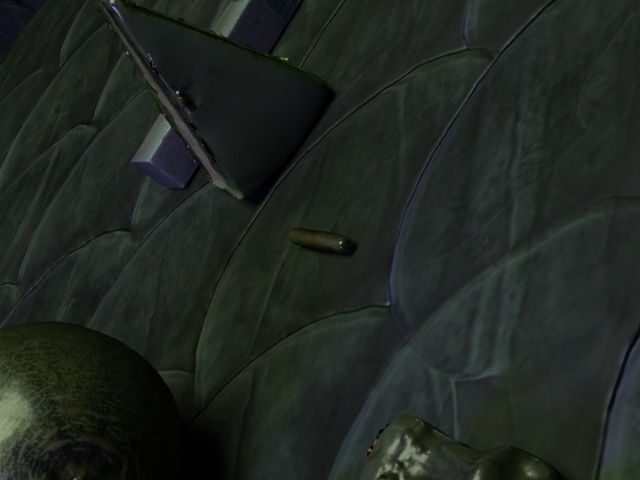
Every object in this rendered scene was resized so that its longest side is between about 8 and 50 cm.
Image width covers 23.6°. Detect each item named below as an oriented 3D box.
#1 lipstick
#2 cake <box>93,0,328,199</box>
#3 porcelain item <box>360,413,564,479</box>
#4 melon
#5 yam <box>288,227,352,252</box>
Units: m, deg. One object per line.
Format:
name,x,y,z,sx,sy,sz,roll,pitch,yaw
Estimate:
lipstick,-0.131,-0.216,1.990,0.068,0.066,0.317,4,61,59
cake,-0.125,-0.217,1.759,0.172,0.284,0.158,-39,24,-10
porcelain item,0.118,0.181,1.080,0.215,0.069,0.081,3,55,55
melon,-0.259,0.197,1.471,0.249,0.248,0.329,-55,20,-4
yam,0.000,0.000,1.548,0.021,0.021,0.116,-58,26,-10
